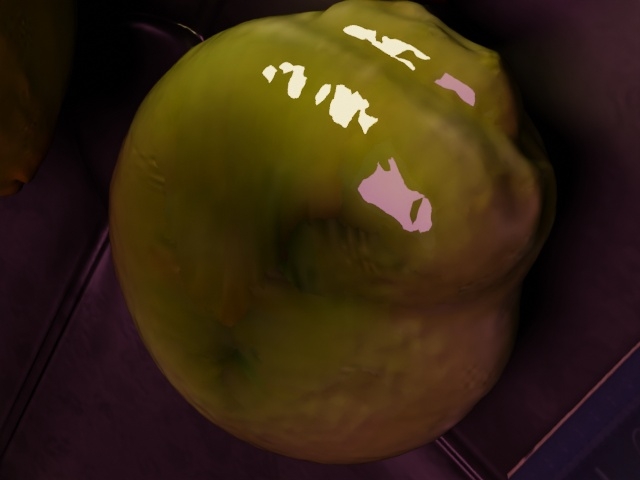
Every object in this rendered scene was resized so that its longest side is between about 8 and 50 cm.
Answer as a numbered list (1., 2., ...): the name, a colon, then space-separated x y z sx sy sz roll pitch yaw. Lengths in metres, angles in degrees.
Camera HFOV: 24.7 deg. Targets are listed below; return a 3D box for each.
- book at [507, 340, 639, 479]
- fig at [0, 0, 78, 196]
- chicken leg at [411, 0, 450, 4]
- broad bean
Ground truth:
1. book: 0.223 0.106 0.668 0.191 0.025 0.269 47 132 14
2. fig: -0.289 -0.155 0.806 0.343 0.343 0.343 18 120 34
3. chicken leg: 0.008 -0.238 0.613 0.177 0.083 0.322 2 130 41
4. broad bean: 0.000 0.000 0.748 0.291 0.119 0.238 -24 94 45
